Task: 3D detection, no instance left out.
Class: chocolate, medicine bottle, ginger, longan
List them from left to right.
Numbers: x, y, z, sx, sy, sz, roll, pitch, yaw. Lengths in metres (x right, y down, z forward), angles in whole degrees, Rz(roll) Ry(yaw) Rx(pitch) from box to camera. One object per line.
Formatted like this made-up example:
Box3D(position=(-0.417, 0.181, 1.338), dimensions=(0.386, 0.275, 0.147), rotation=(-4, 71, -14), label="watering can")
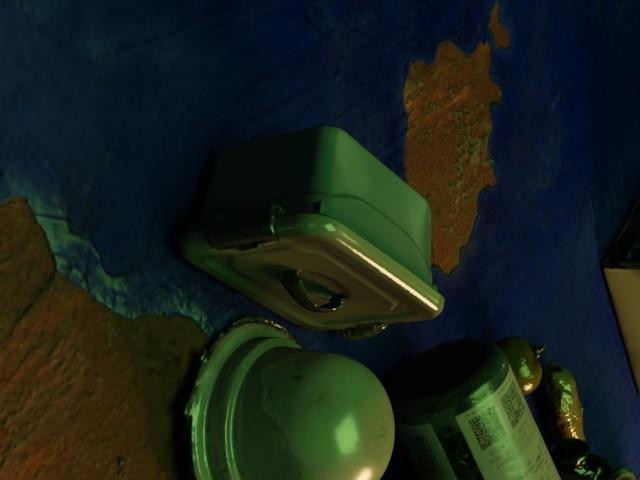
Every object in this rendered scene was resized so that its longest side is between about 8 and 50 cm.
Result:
Box3D(position=(-0.010, 0.177, 1.027), dimensions=(0.221, 0.147, 0.221), rotation=(-12, 104, -55), label="chocolate")
Box3D(position=(0.185, 0.260, 1.252), dimensions=(0.141, 0.141, 0.293), rotation=(-42, 112, -43), label="medicine bottle")
Box3D(position=(0.241, 0.152, 1.410), dimensions=(0.075, 0.083, 0.075), rotation=(56, 12, -19), label="longan")
Box3D(position=(0.332, 0.244, 1.556), dimensions=(0.069, 0.051, 0.173), rotation=(-97, 173, -58), label="ginger")

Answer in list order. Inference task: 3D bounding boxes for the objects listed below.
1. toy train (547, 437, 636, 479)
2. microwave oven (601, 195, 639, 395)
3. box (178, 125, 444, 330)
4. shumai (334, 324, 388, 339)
Box3D(position=(0.312, 0.411, 1.480), dimensions=(0.221, 0.150, 0.304), rotation=(-33, 119, -35), label="toy train")
Box3D(position=(0.652, 0.039, 1.810), dimensions=(0.394, 0.247, 0.333), rotation=(-52, 131, -38), label="microwave oven")
Box3D(position=(0.000, 0.000, 1.024), dimensions=(0.227, 0.162, 0.130), rotation=(36, 54, -48), label="box")
Box3D(position=(0.052, 0.056, 1.165), dimensions=(0.080, 0.082, 0.083), rotation=(-11, 125, -53), label="shumai")
